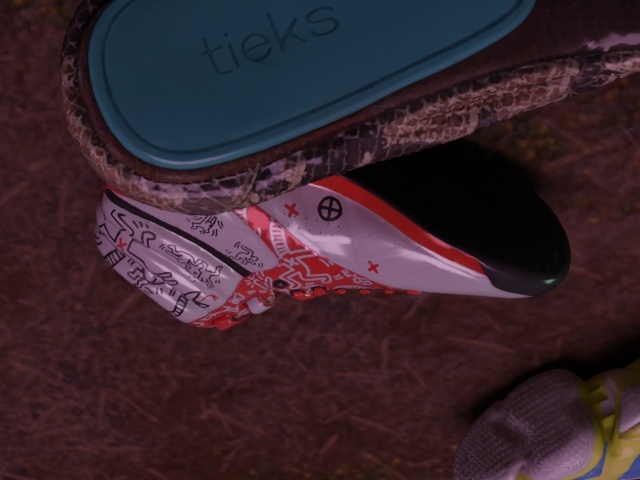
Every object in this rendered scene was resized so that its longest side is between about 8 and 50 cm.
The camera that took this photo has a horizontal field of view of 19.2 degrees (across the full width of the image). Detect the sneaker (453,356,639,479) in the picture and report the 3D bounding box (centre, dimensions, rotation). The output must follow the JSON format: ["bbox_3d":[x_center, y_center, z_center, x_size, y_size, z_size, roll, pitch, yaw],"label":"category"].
[{"bbox_3d":[0.207,0.132,1.206,0.240,0.091,0.126,-28,125,28],"label":"sneaker"}]

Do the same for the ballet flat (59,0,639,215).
[{"bbox_3d":[0.113,-0.136,0.897,0.483,0.182,0.164,-20,85,4],"label":"ballet flat"}]

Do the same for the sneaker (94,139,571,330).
[{"bbox_3d":[0.000,-0.001,1.111,0.270,0.090,0.145,20,133,-7],"label":"sneaker"}]
